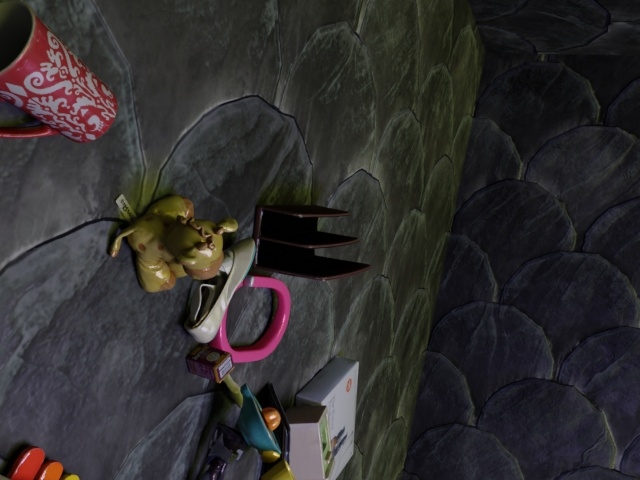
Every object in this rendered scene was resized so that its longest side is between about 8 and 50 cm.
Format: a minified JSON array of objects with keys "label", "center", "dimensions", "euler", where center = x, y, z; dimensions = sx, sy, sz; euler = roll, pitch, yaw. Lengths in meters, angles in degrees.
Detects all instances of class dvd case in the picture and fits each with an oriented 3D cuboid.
[{"label":"dvd case","center":[-0.109,0.492,1.408],"dimensions":[0.221,0.018,0.165],"euler":[-136,-133,-67]}]

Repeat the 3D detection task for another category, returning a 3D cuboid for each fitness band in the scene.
[{"label":"fitness band","center":[-0.162,0.184,1.313],"dimensions":[0.290,0.054,0.209],"euler":[17,84,-63]}]

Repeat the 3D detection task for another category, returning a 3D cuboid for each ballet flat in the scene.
[{"label":"ballet flat","center":[-0.214,0.091,1.153],"dimensions":[0.249,0.086,0.086],"euler":[-69,152,-19]}]

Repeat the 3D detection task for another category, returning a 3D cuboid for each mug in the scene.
[{"label":"mug","center":[-0.371,-0.200,0.718],"dimensions":[0.169,0.150,0.113],"euler":[45,23,-64]}]

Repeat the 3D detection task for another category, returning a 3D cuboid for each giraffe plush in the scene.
[{"label":"giraffe plush","center":[-0.235,0.003,0.959],"dimensions":[0.182,0.170,0.210],"euler":[-68,152,-21]}]

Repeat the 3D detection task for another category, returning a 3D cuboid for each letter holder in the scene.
[{"label":"letter holder","center":[0.000,0.000,1.386],"dimensions":[0.301,0.214,0.152],"euler":[-7,106,-63]}]

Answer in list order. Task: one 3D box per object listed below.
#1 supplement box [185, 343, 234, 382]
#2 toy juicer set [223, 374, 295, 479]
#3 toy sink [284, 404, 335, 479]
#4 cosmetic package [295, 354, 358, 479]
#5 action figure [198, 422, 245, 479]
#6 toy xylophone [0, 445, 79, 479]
[{"label":"supplement box","center":[-0.232,0.258,1.161],"dimensions":[0.055,0.083,0.043],"euler":[-46,138,-49]},{"label":"toy juicer set","center":[-0.129,0.424,1.260],"dimensions":[0.089,0.329,0.209],"euler":[-27,154,-9]},{"label":"toy sink","center":[-0.035,0.602,1.541],"dimensions":[0.153,0.131,0.234],"euler":[-3,87,-80]},{"label":"cosmetic package","center":[0.022,0.612,1.804],"dimensions":[0.284,0.097,0.378],"euler":[-31,127,-60]},{"label":"action figure","center":[-0.255,0.558,1.226],"dimensions":[0.285,0.099,0.185],"euler":[-65,158,-20]},{"label":"toy xylophone","center":[-0.429,0.474,0.845],"dimensions":[0.236,0.081,0.323],"euler":[-63,150,-31]}]
